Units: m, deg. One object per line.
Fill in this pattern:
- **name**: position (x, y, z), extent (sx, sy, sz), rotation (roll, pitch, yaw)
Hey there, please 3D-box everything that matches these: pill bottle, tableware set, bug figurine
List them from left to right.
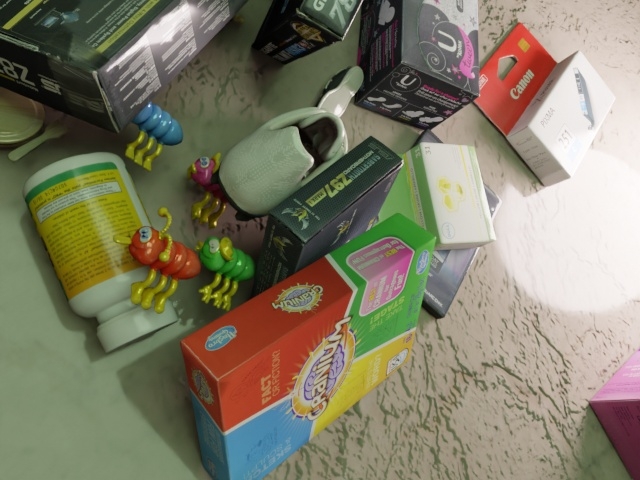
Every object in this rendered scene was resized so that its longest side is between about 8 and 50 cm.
- **tableware set**: position (-0.345, -0.174, 0.719), extent (0.128, 0.039, 0.194), rotation (40, 53, 2)
- **pill bottle**: position (-0.244, 0.015, 0.666), extent (0.118, 0.118, 0.208), rotation (-23, 86, -32)
- **bug figurine**: position (-0.155, -0.046, 0.680), extent (0.216, 0.072, 0.278), rotation (35, 34, -53)

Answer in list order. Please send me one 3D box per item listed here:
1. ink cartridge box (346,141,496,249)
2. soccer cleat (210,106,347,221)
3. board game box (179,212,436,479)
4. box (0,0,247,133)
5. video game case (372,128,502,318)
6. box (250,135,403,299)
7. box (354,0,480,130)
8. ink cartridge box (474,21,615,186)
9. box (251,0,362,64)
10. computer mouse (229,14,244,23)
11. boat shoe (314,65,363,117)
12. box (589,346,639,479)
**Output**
- **ink cartridge box**: position (0.161, -0.069, 0.925), extent (0.235, 0.056, 0.170), rotation (-2, 76, -32)
- **soccer cleat**: position (-0.009, -0.117, 0.759), extent (0.116, 0.143, 0.331), rotation (56, 27, -7)
- **board game box**: position (-0.003, 0.135, 0.698), extent (0.317, 0.242, 0.064), rotation (-30, 50, -32)
- **box**: position (-0.260, -0.334, 0.700), extent (0.319, 0.097, 0.394), rotation (22, 59, 15)
- **video game case**: position (0.187, -0.035, 0.974), extent (0.196, 0.026, 0.274), rotation (41, 60, -12)
- **box**: position (0.000, 0.000, 0.738), extent (0.059, 0.232, 0.183), rotation (41, 56, 15)
- **box**: position (0.168, -0.342, 0.991), extent (0.164, 0.142, 0.247), rotation (14, 68, -24)
- **ink cartridge box**: position (0.455, -0.296, 1.180), extent (0.261, 0.066, 0.296), rotation (46, 58, -10)
- **box**: position (0.022, -0.394, 0.780), extent (0.074, 0.293, 0.295), rotation (25, 93, -19)
- **computer mouse**: position (-0.098, -0.418, 0.917), extent (0.262, 0.060, 0.183), rotation (12, 68, -25)
- **boat shoe**: position (0.022, -0.236, 0.939), extent (0.125, 0.038, 0.046), rotation (-57, 132, -21)
- **box**: position (0.648, 0.320, 1.059), extent (0.243, 0.117, 0.213), rotation (-27, 89, -33)
